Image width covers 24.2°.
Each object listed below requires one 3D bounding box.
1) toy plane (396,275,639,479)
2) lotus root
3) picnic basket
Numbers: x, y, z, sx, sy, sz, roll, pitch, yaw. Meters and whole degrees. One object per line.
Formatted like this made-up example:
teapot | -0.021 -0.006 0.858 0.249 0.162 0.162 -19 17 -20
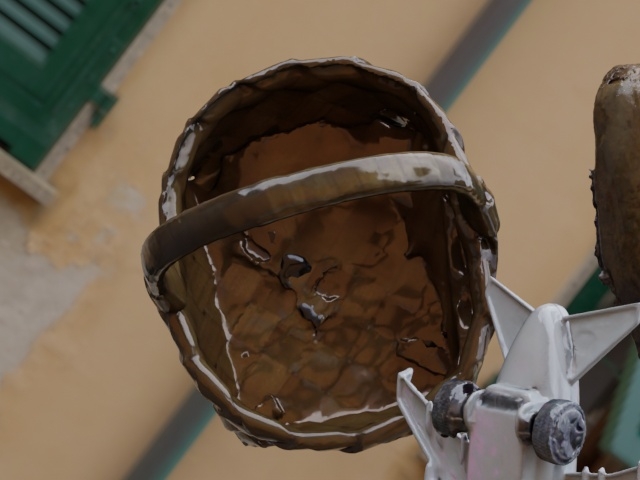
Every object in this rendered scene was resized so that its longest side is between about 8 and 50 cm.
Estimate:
toy plane | 0.128 0.155 0.945 0.251 0.255 0.101 9 0 43
lotus root | 0.352 -0.020 1.451 0.167 0.329 0.078 -5 -8 -18
picnic basket | 0.000 0.000 1.195 0.337 0.293 0.337 -14 90 -90
